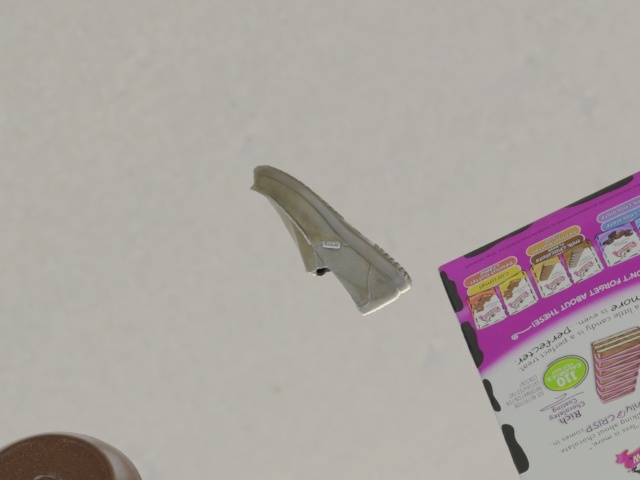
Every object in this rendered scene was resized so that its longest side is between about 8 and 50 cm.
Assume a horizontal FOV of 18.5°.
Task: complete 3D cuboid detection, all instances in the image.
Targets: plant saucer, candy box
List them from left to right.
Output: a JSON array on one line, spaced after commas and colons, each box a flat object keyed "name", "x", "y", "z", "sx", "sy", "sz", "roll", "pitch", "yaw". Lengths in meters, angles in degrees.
[{"name": "plant saucer", "x": -0.279, "y": 0.262, "z": 2.004, "sx": 0.199, "sy": 0.198, "sz": 0.036, "roll": -24, "pitch": 138, "yaw": -18}, {"name": "candy box", "x": 0.181, "y": 0.079, "z": 1.181, "sx": 0.159, "sy": 0.233, "sz": 0.071, "roll": -25, "pitch": 132, "yaw": 7}]

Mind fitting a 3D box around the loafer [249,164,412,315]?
[{"name": "loafer", "x": 0.000, "y": 0.000, "z": 1.464, "sx": 0.050, "sy": 0.148, "sz": 0.056, "roll": -50, "pitch": 169, "yaw": 1}]
